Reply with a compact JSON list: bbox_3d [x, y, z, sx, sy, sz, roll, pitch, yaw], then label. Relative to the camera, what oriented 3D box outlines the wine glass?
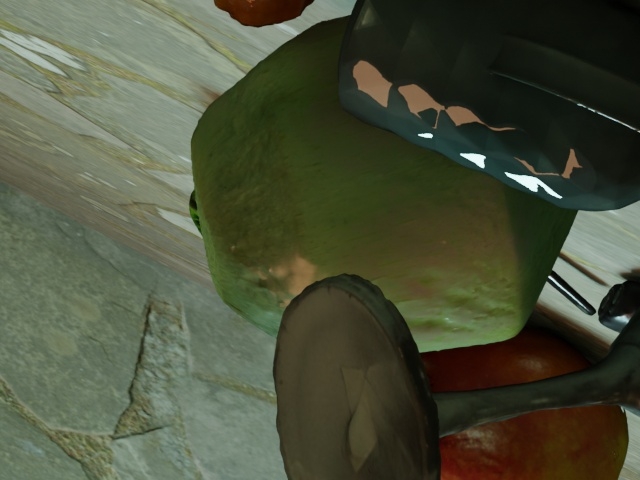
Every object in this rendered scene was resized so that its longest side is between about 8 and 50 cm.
[{"bbox_3d":[0.190,0.101,1.314,0.406,0.267,0.267,-9,-170,-27],"label":"wine glass"}]

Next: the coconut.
[{"bbox_3d":[0.064,-0.045,1.510,0.328,0.281,0.328,-9,152,-5],"label":"coconut"}]

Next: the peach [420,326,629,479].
[{"bbox_3d":[0.213,0.265,2.501,0.370,0.370,0.370,29,171,5],"label":"peach"}]

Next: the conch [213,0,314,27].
[{"bbox_3d":[-0.032,-0.239,1.336,0.109,0.093,0.330,45,154,13],"label":"conch"}]

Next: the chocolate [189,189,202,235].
[{"bbox_3d":[0.000,0.000,2.354,0.289,0.137,0.301,29,172,6],"label":"chocolate"}]

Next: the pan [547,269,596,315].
[{"bbox_3d":[0.215,0.007,2.048,0.235,0.028,0.136,37,170,-23],"label":"pan"}]

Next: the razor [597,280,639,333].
[{"bbox_3d":[0.364,0.093,1.976,0.148,0.054,0.090,29,171,-4],"label":"razor"}]

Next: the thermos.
[{"bbox_3d":[0.159,-0.101,1.267,0.286,0.145,0.182,25,180,17],"label":"thermos"}]
